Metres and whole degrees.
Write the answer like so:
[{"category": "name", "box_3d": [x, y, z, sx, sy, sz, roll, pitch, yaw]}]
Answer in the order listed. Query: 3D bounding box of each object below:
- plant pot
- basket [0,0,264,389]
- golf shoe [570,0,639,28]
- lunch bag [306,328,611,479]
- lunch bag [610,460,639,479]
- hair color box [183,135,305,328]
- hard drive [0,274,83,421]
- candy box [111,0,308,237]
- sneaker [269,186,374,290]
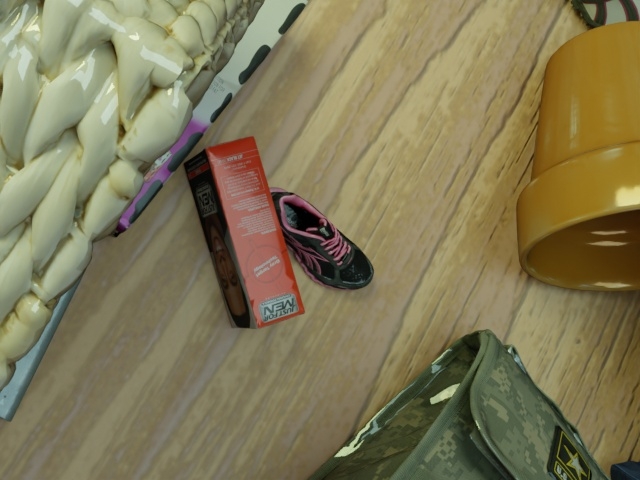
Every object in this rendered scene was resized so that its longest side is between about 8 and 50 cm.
[{"category": "plant pot", "box_3d": [0.268, -0.076, 0.801, 0.205, 0.205, 0.188, 8, 67, -20]}, {"category": "basket", "box_3d": [-0.225, -0.069, 0.466, 0.266, 0.331, 0.328, 35, 108, -12]}, {"category": "golf shoe", "box_3d": [0.278, -0.261, 0.850, 0.272, 0.120, 0.105, 25, 76, -19]}, {"category": "lunch bag", "box_3d": [0.122, 0.238, 0.725, 0.287, 0.169, 0.235, -43, 98, -26]}, {"category": "lunch bag", "box_3d": [0.309, 0.234, 0.833, 0.065, 0.098, 0.067, -8, 93, -4]}, {"category": "hair color box", "box_3d": [-0.061, -0.004, 0.721, 0.043, 0.072, 0.141, -18, 91, -22]}, {"category": "hard drive", "box_3d": [-0.240, 0.051, 0.674, 0.094, 0.022, 0.135, 27, 76, -17]}, {"category": "candy box", "box_3d": [-0.142, -0.142, 0.702, 0.159, 0.071, 0.233, 40, 74, -13]}, {"category": "sneaker", "box_3d": [0.000, 0.000, 0.753, 0.119, 0.057, 0.047, 38, 72, -15]}]
